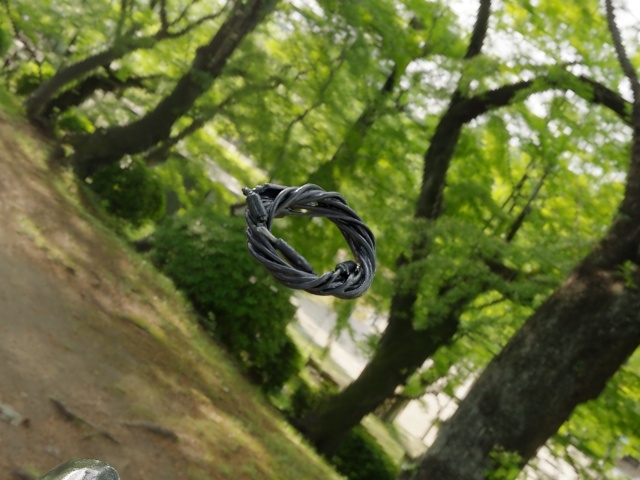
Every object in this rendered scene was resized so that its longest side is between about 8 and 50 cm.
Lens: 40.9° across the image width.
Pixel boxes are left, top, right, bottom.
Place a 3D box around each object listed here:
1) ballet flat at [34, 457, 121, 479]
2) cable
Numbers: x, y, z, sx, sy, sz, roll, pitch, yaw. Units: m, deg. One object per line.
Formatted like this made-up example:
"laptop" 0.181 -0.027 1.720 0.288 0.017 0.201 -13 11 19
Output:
"ballet flat" -0.196 0.226 0.478 0.095 0.280 0.096 9 -43 17
"cable" 0.000 0.000 0.942 0.184 0.047 0.150 11 40 -39
